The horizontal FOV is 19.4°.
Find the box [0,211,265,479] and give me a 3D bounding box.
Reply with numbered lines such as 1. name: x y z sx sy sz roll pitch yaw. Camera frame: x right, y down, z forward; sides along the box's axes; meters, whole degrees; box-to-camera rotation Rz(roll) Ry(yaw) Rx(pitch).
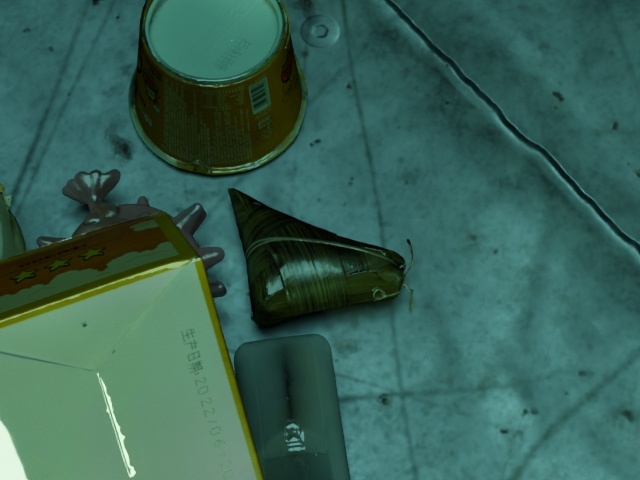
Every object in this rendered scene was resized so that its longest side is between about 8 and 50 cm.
1. box: -0.222 0.153 1.888 0.259 0.214 0.283 -17 107 -8

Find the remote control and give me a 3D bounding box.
1. remote control: -0.026 0.229 1.982 0.109 0.055 0.313 -7 52 -3

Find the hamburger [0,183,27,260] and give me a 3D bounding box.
1. hamburger: -0.454 0.033 2.039 0.276 0.179 0.294 1 69 5

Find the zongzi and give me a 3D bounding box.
1. zongzi: 0.000 0.000 2.110 0.187 0.084 0.184 -8 54 -11

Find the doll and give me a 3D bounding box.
1. doll: -0.213 0.032 2.081 0.211 0.093 0.262 -21 69 -2

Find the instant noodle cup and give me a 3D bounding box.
1. instant noodle cup: -0.120 -0.207 2.151 0.216 0.172 0.216 0 64 -1
